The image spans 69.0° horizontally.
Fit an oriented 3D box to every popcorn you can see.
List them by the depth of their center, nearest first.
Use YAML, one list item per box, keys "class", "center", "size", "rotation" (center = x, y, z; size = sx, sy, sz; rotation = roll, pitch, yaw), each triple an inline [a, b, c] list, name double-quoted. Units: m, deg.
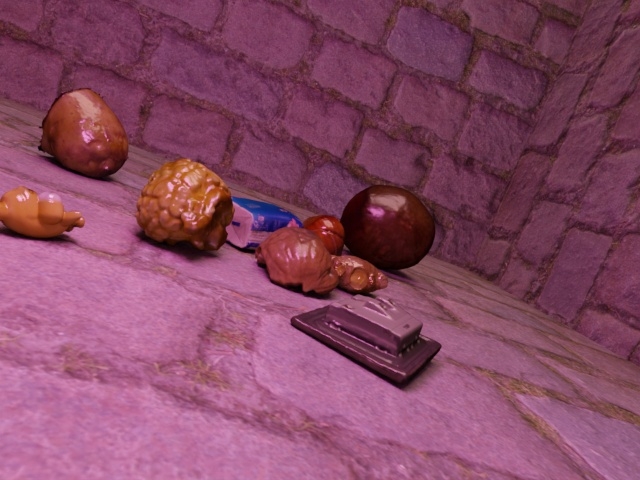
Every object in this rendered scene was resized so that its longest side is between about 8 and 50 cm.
- class: "popcorn"
  center: [-0.310, -0.071, 1.108]
  size: [0.237, 0.206, 0.251]
  rotation: [34, 8, -47]

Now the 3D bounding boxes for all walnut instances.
- class: "walnut"
  center: [-0.060, 0.043, 1.204]
  size: [0.238, 0.141, 0.204]
  rotation: [21, 12, 19]

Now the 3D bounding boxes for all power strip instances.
- class: "power strip"
  center: [0.108, 0.171, 0.941]
  size: [0.251, 0.092, 0.257]
  rotation: [29, 14, 24]

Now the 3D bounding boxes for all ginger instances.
- class: "ginger"
  center: [0.090, 0.096, 1.360]
  size: [0.216, 0.102, 0.157]
  rotation: [20, 1, -12]

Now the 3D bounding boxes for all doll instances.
- class: "doll"
  center: [-0.536, -0.055, 0.767]
  size: [0.117, 0.086, 0.291]
  rotation: [-9, -11, 32]

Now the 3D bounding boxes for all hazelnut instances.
- class: "hazelnut"
  center: [0.000, 0.000, 1.599]
  size: [0.182, 0.182, 0.182]
  rotation: [21, 8, -3]
- class: "hazelnut"
  center: [0.283, -0.049, 2.029]
  size: [0.420, 0.353, 0.421]
  rotation: [3, -11, 1]

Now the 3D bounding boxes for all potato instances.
- class: "potato"
  center: [-0.758, -0.325, 1.566]
  size: [0.237, 0.301, 0.289]
  rotation: [41, 42, -2]

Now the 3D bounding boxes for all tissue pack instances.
- class: "tissue pack"
  center: [-0.205, -0.055, 1.460]
  size: [0.209, 0.137, 0.269]
  rotation: [28, 9, 30]
